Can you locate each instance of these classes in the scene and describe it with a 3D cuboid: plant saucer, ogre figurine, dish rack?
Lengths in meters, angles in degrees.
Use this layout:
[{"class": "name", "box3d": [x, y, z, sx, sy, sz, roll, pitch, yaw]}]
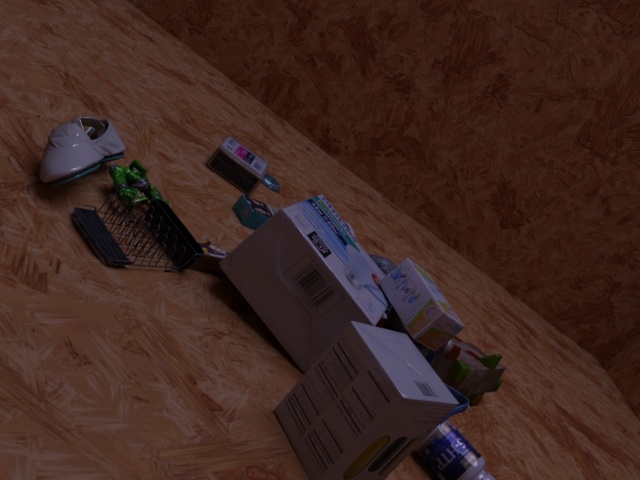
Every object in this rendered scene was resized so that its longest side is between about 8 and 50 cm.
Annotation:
[{"class": "plant saucer", "box3d": [-0.204, -0.238, 2.587, 0.119, 0.021, 0.119, 35, 17, -12]}, {"class": "ogre figurine", "box3d": [-0.467, -0.136, 1.666, 0.197, 0.097, 0.118, -14, 65, -55]}, {"class": "dish rack", "box3d": [-0.419, -0.019, 1.498, 0.208, 0.074, 0.271, 47, 19, 27]}]

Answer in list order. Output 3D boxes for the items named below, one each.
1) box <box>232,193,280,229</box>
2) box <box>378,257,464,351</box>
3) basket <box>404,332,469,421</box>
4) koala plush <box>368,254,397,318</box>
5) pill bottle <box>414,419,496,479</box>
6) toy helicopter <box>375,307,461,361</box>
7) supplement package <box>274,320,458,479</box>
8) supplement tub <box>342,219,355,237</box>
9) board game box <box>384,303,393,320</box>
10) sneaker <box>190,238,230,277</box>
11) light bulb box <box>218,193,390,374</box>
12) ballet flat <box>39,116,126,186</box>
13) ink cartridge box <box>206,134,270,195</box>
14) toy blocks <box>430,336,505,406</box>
[{"class": "box", "box3d": [-0.166, -0.067, 2.160, 0.244, 0.060, 0.100, 23, 23, -43]}, {"class": "box", "box3d": [0.253, 0.162, 1.648, 0.114, 0.103, 0.203, 35, 19, -43]}, {"class": "basket", "box3d": [0.212, 0.349, 1.630, 0.289, 0.201, 0.254, 36, 13, 26]}, {"class": "koala plush", "box3d": [0.137, 0.165, 2.009, 0.196, 0.203, 0.221, 43, 32, -6]}, {"class": "pill bottle", "box3d": [0.324, 0.529, 1.554, 0.187, 0.112, 0.112, 45, 18, 22]}, {"class": "toy helicopter", "box3d": [0.319, 0.247, 1.901, 0.235, 0.140, 0.355, 41, 21, 15]}, {"class": "supplement package", "box3d": [0.088, 0.333, 1.310, 0.199, 0.263, 0.198, 20, 25, -46]}, {"class": "supplement tub", "box3d": [0.000, 0.000, 2.150, 0.199, 0.144, 0.144, 1, 39, -42]}, {"class": "board game box", "box3d": [0.261, 0.267, 2.170, 0.126, 0.026, 0.186, 63, 19, 1]}, {"class": "sneaker", "box3d": [-0.270, 0.037, 1.667, 0.185, 0.069, 0.084, 22, 29, -46]}, {"class": "light bulb box", "box3d": [-0.014, 0.097, 1.679, 0.358, 0.225, 0.361, 52, 18, 1]}, {"class": "ballet flat", "box3d": [-0.579, -0.226, 1.567, 0.139, 0.139, 0.400, 36, 14, -8]}, {"class": "ink cartridge box", "box3d": [-0.296, -0.277, 2.388, 0.193, 0.088, 0.235, 37, 18, -10]}, {"class": "toy blocks", "box3d": [0.409, 0.371, 2.085, 0.261, 0.191, 0.381, 36, 13, 35]}]
